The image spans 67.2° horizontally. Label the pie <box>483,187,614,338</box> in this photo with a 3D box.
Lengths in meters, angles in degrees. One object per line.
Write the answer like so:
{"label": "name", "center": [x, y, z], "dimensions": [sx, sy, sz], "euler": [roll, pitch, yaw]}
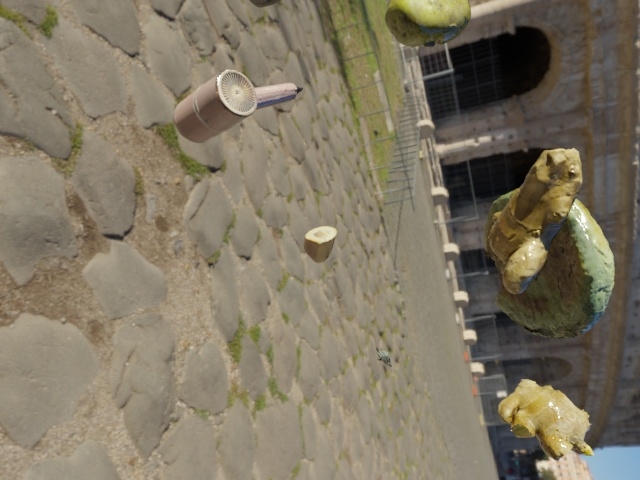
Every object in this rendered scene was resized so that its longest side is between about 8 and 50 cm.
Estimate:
{"label": "pie", "center": [0.397, 0.040, 0.877], "dimensions": [0.302, 0.067, 0.302], "euler": [171, -90, -74]}

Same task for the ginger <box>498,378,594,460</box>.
{"label": "ginger", "center": [0.545, 0.426, 1.139], "dimensions": [0.157, 0.216, 0.102], "euler": [-37, 147, -26]}

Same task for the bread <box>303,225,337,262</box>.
{"label": "bread", "center": [0.000, -0.001, 0.962], "dimensions": [0.062, 0.049, 0.103], "euler": [47, -27, 18]}

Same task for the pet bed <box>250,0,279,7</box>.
{"label": "pet bed", "center": [-0.140, -0.629, 1.052], "dimensions": [0.211, 0.183, 0.159], "euler": [7, 54, -55]}

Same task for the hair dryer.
{"label": "hair dryer", "center": [-0.162, -0.325, 1.137], "dimensions": [0.344, 0.189, 0.107], "euler": [-28, 99, -46]}

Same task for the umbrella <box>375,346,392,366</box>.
{"label": "umbrella", "center": [0.196, 0.357, 1.435], "dimensions": [0.044, 0.044, 0.269], "euler": [64, -2, 2]}

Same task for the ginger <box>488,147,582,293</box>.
{"label": "ginger", "center": [0.293, -0.033, 0.670], "dimensions": [0.115, 0.081, 0.205], "euler": [-39, 149, -69]}

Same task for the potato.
{"label": "potato", "center": [0.296, -0.622, 1.334], "dimensions": [0.228, 0.197, 0.148], "euler": [-42, 157, -25]}
